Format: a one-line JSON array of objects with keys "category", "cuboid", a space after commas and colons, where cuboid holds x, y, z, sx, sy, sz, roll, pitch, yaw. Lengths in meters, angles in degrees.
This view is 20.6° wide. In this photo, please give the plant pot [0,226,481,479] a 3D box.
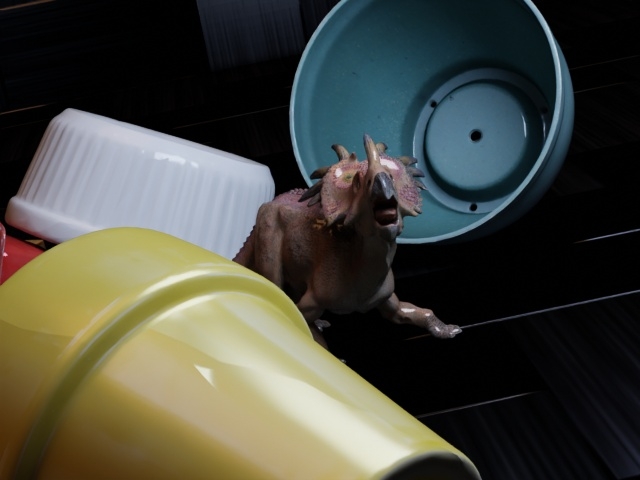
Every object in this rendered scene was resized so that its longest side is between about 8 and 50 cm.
[{"category": "plant pot", "cuboid": [-0.050, 0.144, 0.942, 0.239, 0.254, 0.254, 20, 30, 37]}]

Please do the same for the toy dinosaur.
[{"category": "toy dinosaur", "cuboid": [0.000, 0.000, 1.529, 0.296, 0.200, 0.127, 2, 19, 45]}]

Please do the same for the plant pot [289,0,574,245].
[{"category": "plant pot", "cuboid": [0.140, -0.125, 1.848, 0.293, 0.293, 0.196, -5, -11, 24]}]

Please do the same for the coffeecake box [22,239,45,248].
[{"category": "coffeecake box", "cuboid": [-0.402, 0.058, 1.892, 0.142, 0.068, 0.185, -2, 16, 35]}]

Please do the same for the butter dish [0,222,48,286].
[{"category": "butter dish", "cuboid": [-0.293, 0.058, 1.700, 0.118, 0.159, 0.160, 8, 5, -25]}]

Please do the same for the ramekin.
[{"category": "ramekin", "cuboid": [-0.170, -0.044, 1.768, 0.273, 0.127, 0.273, 17, 3, -1]}]
